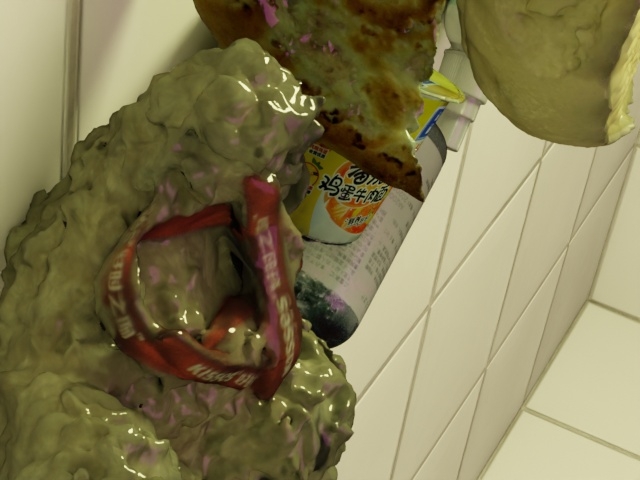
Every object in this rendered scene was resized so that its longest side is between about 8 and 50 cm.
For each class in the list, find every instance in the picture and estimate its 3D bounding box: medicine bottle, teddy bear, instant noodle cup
[{"bbox_3d":[0.000,0.000,1.420,0.293,0.141,0.141,-61,162,-21],"label":"medicine bottle"},{"bbox_3d":[-0.065,0.086,1.058,0.367,0.224,0.357,36,66,-46],"label":"teddy bear"},{"bbox_3d":[-0.007,-0.098,1.212,0.153,0.205,0.205,-63,165,18],"label":"instant noodle cup"},{"bbox_3d":[0.206,-0.274,1.754,0.352,0.110,0.110,-67,163,0],"label":"medicine bottle"}]

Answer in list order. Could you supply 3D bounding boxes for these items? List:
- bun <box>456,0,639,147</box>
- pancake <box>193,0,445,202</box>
[{"bbox_3d":[0.237,-0.276,1.466,0.364,0.202,0.364,15,90,-74],"label":"bun"},{"bbox_3d":[0.003,-0.189,1.035,0.376,0.197,0.054,60,13,-24],"label":"pancake"}]
